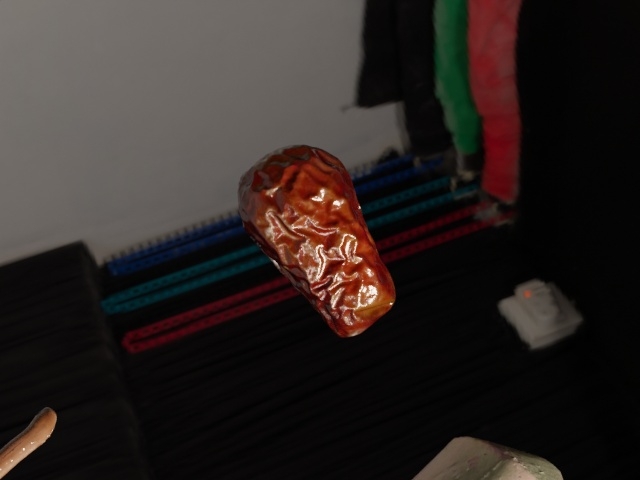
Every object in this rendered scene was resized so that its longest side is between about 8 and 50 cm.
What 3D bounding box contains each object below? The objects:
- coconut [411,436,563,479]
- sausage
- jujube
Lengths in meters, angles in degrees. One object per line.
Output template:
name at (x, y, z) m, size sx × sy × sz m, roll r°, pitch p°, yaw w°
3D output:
coconut at (0.281, 0.481, 1.577) m, size 0.297 × 0.310 × 0.297 m, roll 46°, pitch -23°, yaw 27°
sausage at (-0.481, 0.332, 1.467) m, size 0.043 × 0.186 × 0.043 m, roll 29°, pitch -38°, yaw 26°
jujube at (0.000, 0.000, 1.612) m, size 0.342 × 0.216 × 0.216 m, roll 61°, pitch -11°, yaw -2°
